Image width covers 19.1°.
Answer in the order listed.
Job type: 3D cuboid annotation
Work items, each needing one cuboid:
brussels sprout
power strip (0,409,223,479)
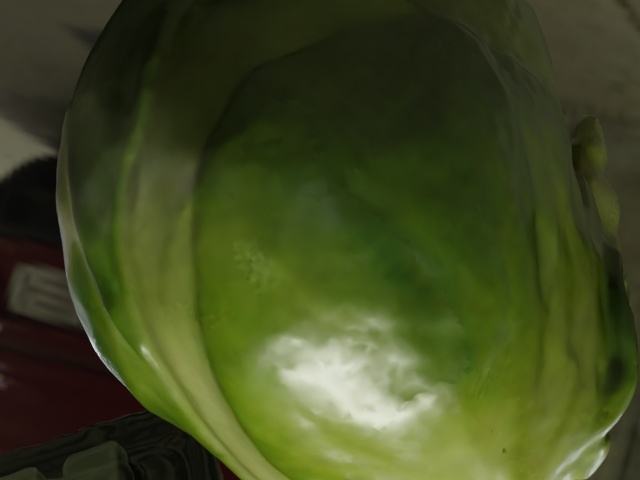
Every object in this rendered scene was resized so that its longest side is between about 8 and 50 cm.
[{"bbox_3d":[0.010,-0.003,1.076,0.276,0.371,0.315,-19,175,34],"label":"brussels sprout"},{"bbox_3d":[-0.176,0.218,1.138,0.257,0.251,0.092,-18,146,5],"label":"power strip"}]
